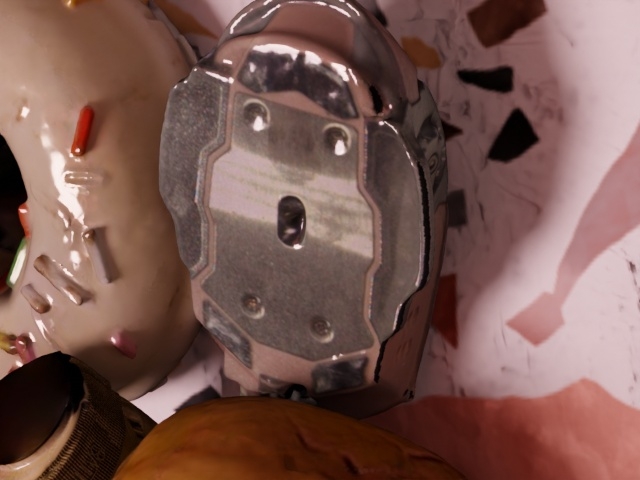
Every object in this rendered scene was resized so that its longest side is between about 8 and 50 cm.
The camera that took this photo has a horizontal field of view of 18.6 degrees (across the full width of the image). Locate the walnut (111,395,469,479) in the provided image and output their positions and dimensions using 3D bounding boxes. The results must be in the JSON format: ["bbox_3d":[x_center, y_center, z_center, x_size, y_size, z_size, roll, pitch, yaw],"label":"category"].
[{"bbox_3d":[0.000,0.205,1.288,0.203,0.297,0.203,-171,90,-74],"label":"walnut"}]

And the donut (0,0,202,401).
[{"bbox_3d":[-0.238,-0.043,1.458,0.382,0.142,0.383,11,108,35],"label":"donut"}]

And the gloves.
[{"bbox_3d":[-0.138,0.220,1.424,0.141,0.331,0.154,-23,42,6],"label":"gloves"}]

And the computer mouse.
[{"bbox_3d":[0.003,-0.004,1.315,0.199,0.115,0.389,22,129,23],"label":"computer mouse"}]
